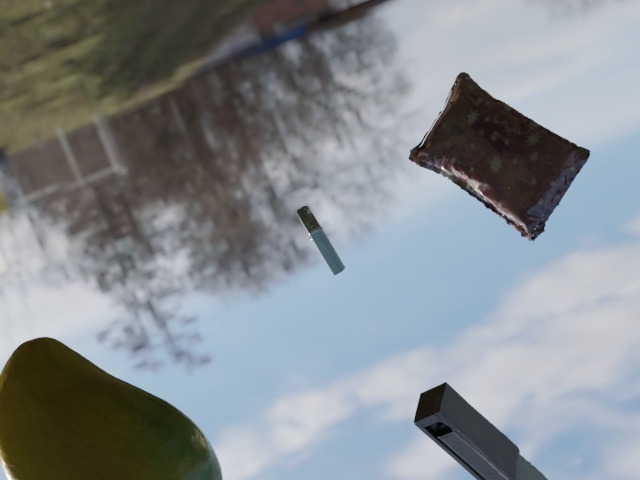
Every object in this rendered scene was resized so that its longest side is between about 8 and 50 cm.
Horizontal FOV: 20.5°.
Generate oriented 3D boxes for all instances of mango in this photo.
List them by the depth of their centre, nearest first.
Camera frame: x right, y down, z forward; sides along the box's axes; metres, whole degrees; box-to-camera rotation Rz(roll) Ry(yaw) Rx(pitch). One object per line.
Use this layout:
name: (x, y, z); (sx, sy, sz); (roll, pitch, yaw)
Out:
mango: (-0.160, 0.159, 1.282); (0.122, 0.191, 0.085); (-61, 169, -3)

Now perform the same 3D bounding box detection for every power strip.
power strip: (0.000, 0.000, 1.819); (0.016, 0.090, 0.040); (-32, -129, 0)

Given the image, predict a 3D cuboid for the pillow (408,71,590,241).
pillow: (0.183, -0.091, 1.846); (0.118, 0.185, 0.043); (-56, 150, 0)

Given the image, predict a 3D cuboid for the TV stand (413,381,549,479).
TV stand: (0.208, 0.261, 2.047); (0.040, 0.256, 0.049); (-28, -148, 36)
